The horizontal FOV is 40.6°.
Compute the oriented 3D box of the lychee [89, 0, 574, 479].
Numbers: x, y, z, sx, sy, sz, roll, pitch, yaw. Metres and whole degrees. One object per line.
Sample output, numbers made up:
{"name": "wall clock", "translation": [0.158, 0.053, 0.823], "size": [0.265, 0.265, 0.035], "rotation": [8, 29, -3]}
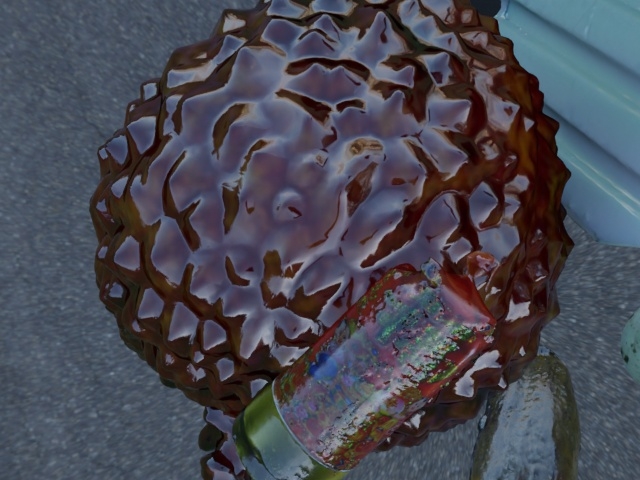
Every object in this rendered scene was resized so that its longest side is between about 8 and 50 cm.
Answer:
{"name": "lychee", "translation": [0.000, 0.000, 0.750], "size": [0.424, 0.424, 0.500], "rotation": [19, 71, 10]}

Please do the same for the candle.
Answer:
{"name": "candle", "translation": [0.023, 0.051, 0.349], "size": [0.131, 0.052, 0.052], "rotation": [-44, 80, 19]}

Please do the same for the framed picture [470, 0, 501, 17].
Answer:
{"name": "framed picture", "translation": [0.250, -0.461, 1.546], "size": [0.255, 0.338, 0.014], "rotation": [-13, 63, 11]}

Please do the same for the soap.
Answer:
{"name": "soap", "translation": [0.320, -0.138, 0.814], "size": [0.156, 0.446, 0.261], "rotation": [7, 117, -27]}

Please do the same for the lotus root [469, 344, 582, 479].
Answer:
{"name": "lotus root", "translation": [0.318, 0.281, 1.263], "size": [0.167, 0.078, 0.329], "rotation": [20, 51, -2]}

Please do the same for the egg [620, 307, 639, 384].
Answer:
{"name": "egg", "translation": [0.464, 0.141, 1.135], "size": [0.131, 0.164, 0.131], "rotation": [-3, 84, 30]}
